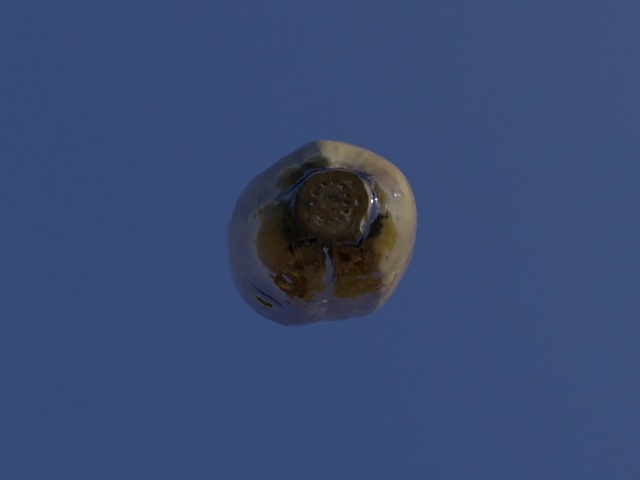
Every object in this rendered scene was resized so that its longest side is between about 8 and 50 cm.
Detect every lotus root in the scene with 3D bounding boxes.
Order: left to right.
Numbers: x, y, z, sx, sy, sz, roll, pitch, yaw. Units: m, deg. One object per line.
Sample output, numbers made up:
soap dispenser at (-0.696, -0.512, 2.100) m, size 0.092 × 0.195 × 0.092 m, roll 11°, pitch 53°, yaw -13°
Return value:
lotus root at (0.000, 0.000, 1.138) m, size 0.125 × 0.221 × 0.118 m, roll 7°, pitch -101°, yaw -5°
